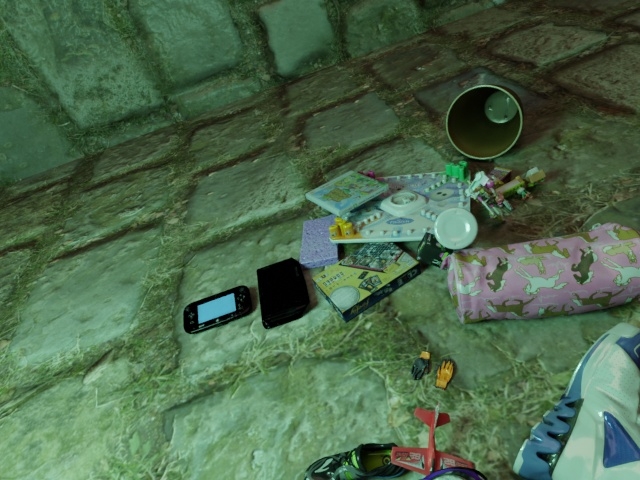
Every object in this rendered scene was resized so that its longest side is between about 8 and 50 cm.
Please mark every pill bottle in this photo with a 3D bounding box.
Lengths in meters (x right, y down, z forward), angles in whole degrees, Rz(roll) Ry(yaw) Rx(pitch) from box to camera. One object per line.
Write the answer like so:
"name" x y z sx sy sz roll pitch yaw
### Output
"pill bottle" 0.322 -0.027 0.973 0.094 0.094 0.169 -3 -1 20

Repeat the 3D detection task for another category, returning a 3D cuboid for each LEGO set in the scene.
"LEGO set" 0.522 -0.120 1.147 0.287 0.132 0.107 -7 53 -29

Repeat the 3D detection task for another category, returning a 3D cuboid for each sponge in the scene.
"sponge" 0.000 0.000 1.279 0.117 0.031 0.210 -11 39 11

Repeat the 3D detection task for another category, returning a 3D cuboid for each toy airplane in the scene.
"toy airplane" 0.192 0.359 0.719 0.151 0.028 0.151 3 72 -8

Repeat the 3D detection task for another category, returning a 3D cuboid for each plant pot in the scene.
"plant pot" 0.588 -0.432 1.413 0.237 0.237 0.254 11 34 33

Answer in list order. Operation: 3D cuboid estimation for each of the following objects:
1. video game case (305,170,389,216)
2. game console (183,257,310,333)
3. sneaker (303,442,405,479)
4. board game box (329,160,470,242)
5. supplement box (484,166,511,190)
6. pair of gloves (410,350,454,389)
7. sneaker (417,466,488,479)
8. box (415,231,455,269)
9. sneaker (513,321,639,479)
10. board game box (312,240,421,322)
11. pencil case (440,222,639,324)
"video game case" 0.081 -0.158 1.326 0.193 0.023 0.212 -30 33 -18
"game console" -0.212 0.176 1.150 0.361 0.044 0.213 -20 38 1
"sneaker" 0.058 0.397 0.737 0.188 0.078 0.067 -16 36 4
"board game box" 0.254 -0.128 1.271 0.390 0.050 0.390 -2 34 22
"supplement box" 0.537 -0.182 1.256 0.083 0.043 0.055 -39 42 -24
"pair of gloves" 0.236 0.271 0.868 0.083 0.010 0.074 10 47 33
"sneaker" 0.142 0.436 0.632 0.293 0.146 0.102 -40 63 22
"box" 0.299 0.027 1.069 0.083 0.062 0.052 20 46 3
"sneaker" 0.474 0.303 0.651 0.315 0.127 0.182 -43 47 -17
"board game box" 0.121 0.094 1.104 0.243 0.042 0.165 -30 39 -13
"pencil case" 0.466 0.074 0.887 0.386 0.160 0.167 -11 28 12
